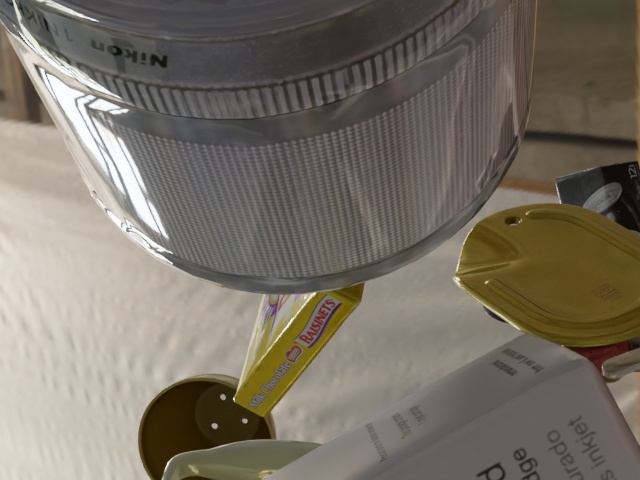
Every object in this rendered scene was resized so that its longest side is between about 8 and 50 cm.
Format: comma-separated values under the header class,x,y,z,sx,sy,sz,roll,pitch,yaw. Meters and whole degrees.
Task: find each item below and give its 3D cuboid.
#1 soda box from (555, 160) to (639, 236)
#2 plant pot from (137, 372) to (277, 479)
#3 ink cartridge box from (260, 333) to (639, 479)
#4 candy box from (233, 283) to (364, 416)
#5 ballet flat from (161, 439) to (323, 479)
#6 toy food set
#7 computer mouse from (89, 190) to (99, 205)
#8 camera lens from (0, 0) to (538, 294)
class,x,y,z,sx,sy,sz,roll,pitch,yaw
soda box,0.261,0.018,1.272,0.060,0.053,0.168,-16,-94,52
plant pot,-0.100,0.184,1.403,0.134,0.095,0.134,2,-78,10
ink cartridge box,0.010,0.189,0.507,0.201,0.278,0.117,61,-1,-1
candy box,0.000,0.000,0.844,0.027,0.206,0.105,27,-54,-11
ballet flat,-0.094,0.228,0.924,0.164,0.483,0.182,100,-24,-60
toy food set,0.186,0.052,1.017,0.218,0.128,0.071,38,-33,49
computer mouse,-0.230,-0.083,1.637,0.193,0.106,0.042,93,-16,-59
camera lens,-0.021,-0.118,0.579,0.219,0.219,0.274,55,-9,24
